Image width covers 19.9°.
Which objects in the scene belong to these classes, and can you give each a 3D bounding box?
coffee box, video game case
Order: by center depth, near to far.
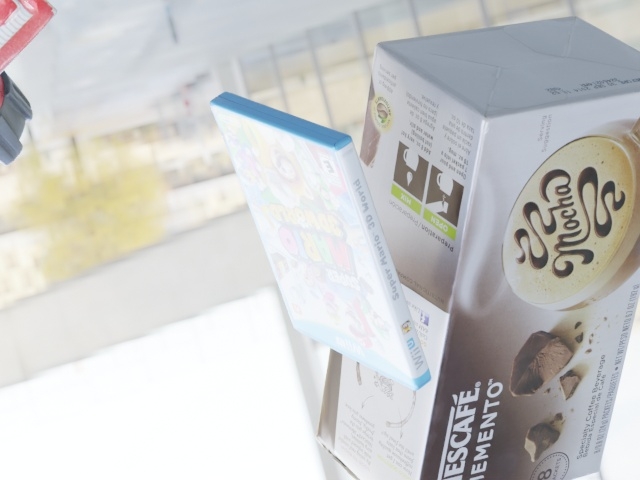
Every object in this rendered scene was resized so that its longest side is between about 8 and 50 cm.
[{"bbox_3d":[0.000,0.000,1.034,0.015,0.166,0.119,-36,-145,-24],"label":"video game case"},{"bbox_3d":[0.111,0.020,1.178,0.168,0.297,0.119,-11,-147,-33],"label":"coffee box"}]

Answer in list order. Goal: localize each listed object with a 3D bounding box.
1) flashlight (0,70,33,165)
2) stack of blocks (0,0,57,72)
[{"bbox_3d":[-0.339,-0.164,1.420,0.103,0.304,0.103,-48,-129,-9],"label":"flashlight"},{"bbox_3d":[-0.255,-0.118,0.602,0.171,0.297,0.087,-47,-164,-1],"label":"stack of blocks"}]
